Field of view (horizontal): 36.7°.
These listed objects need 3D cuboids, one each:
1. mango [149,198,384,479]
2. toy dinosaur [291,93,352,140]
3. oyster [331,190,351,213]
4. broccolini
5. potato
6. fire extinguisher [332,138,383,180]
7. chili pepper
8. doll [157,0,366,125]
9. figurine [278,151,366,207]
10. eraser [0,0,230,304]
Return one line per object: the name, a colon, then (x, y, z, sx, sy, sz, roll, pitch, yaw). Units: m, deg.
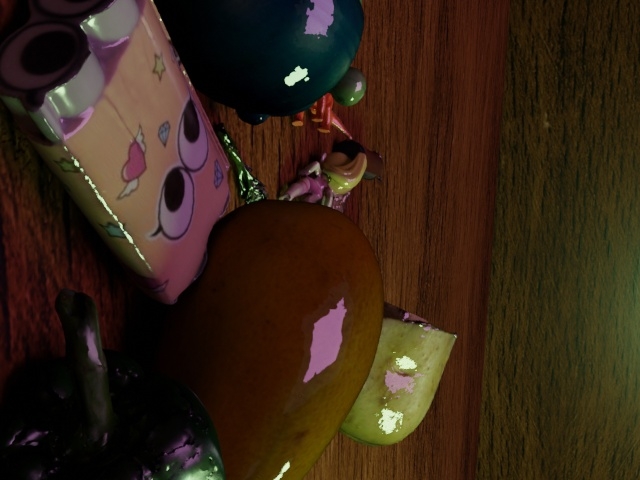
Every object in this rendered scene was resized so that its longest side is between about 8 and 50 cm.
mango: (-0.069, 0.137, 1.000, 0.264, 0.221, 0.378, 90, 23, -71)
toy dinosaur: (-0.020, -0.205, 1.275, 0.279, 0.055, 0.101, 52, 38, -62)
oyster: (0.000, 0.000, 1.431, 0.146, 0.045, 0.122, -61, 165, -47)
broccolini: (-0.099, -0.086, 1.136, 0.035, 0.030, 0.140, -41, 143, -8)
potato: (0.083, 0.202, 1.477, 0.285, 0.242, 0.243, 98, 2, -82)
fire extinguisher: (0.067, -0.128, 1.556, 0.062, 0.050, 0.177, 60, 14, 12)
chili pepper: (-0.180, 0.162, 0.776, 0.165, 0.174, 0.261, -42, 143, -26)
doll: (-0.051, -0.211, 0.968, 0.322, 0.198, 0.186, 53, 59, -76)
figurine: (0.006, -0.077, 1.356, 0.187, 0.083, 0.083, -36, 130, -56)
eraser: (-0.166, -0.086, 0.834, 0.290, 0.087, 0.171, 68, 32, -55)
